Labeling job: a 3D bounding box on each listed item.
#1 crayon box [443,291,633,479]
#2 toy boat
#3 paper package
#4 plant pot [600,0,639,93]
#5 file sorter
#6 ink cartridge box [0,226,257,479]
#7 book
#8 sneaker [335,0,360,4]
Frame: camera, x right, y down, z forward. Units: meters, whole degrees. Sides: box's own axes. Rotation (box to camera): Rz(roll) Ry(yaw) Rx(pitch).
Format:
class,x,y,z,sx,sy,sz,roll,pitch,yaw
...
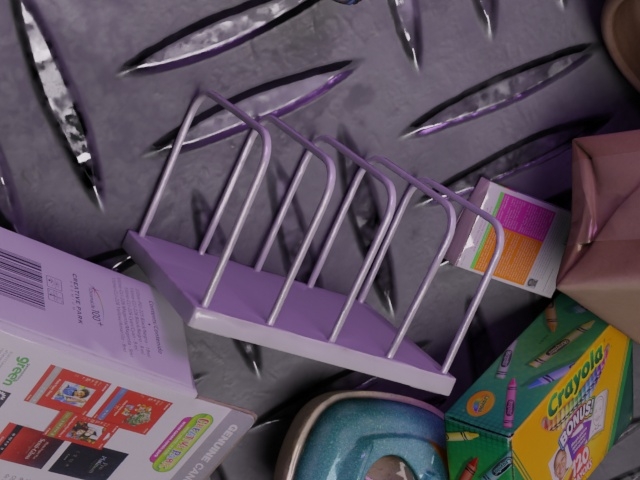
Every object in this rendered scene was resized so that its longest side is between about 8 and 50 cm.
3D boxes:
class,x,y,z,sx,sy,sz,roll,pitch,yaw
crayon box,0.240,0.188,1.355,0.278,0.081,0.165,-38,130,-42
toy boat,0.061,0.321,1.328,0.267,0.148,0.318,17,85,-37
paper package,0.441,0.018,1.268,0.325,0.309,0.168,30,62,-47
plant pot,0.441,-0.248,1.236,0.263,0.263,0.229,43,74,-34
file sorter,0.000,0.000,1.163,0.278,0.193,0.173,19,101,-31
ink cartridge box,-0.253,0.170,1.112,0.272,0.130,0.309,25,119,-32
book,0.210,-0.002,1.354,0.144,0.035,0.096,19,101,-31
sneaker,-0.022,-0.281,1.081,0.081,0.080,0.211,-47,125,6
